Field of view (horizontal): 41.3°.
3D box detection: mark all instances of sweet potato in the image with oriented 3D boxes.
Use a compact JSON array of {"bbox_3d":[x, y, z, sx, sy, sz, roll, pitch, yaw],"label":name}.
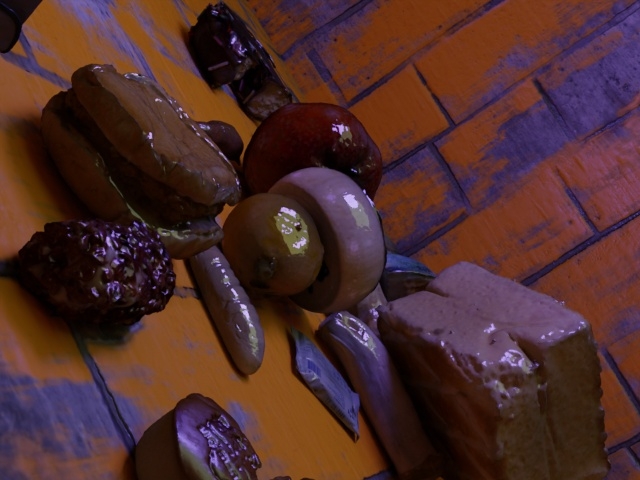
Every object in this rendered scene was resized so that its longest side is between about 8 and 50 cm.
[{"bbox_3d":[-0.204,-0.208,1.648,0.068,0.068,0.226,62,14,25],"label":"sweet potato"}]

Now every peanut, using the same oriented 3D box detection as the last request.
[{"bbox_3d":[0.079,0.142,1.742,0.253,0.122,0.137,65,13,17],"label":"peanut"}]

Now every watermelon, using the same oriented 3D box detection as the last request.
[{"bbox_3d":[0.190,0.133,1.911,0.188,0.175,0.322,-116,-158,-46],"label":"watermelon"}]

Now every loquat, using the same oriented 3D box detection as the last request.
[{"bbox_3d":[-0.078,0.014,1.338,0.172,0.149,0.204,56,19,-19],"label":"loquat"}]

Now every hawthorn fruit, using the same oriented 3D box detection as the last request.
[{"bbox_3d":[-0.037,-0.164,1.752,0.285,0.284,0.369,49,2,-35],"label":"hawthorn fruit"}]

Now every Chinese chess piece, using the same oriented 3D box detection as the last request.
[{"bbox_3d":[0.000,0.000,1.481,0.104,0.257,0.257,-19,71,-34],"label":"Chinese chess piece"}]

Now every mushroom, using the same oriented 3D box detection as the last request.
[{"bbox_3d":[0.111,0.282,1.550,0.122,0.095,0.351,-5,59,-59],"label":"mushroom"}]

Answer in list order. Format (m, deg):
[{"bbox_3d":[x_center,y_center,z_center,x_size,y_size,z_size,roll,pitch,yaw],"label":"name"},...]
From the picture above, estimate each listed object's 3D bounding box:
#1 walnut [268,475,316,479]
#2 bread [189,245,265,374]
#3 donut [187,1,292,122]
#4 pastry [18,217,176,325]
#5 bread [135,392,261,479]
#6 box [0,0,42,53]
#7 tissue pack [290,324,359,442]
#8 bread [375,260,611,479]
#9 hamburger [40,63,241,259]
[{"bbox_3d":[-0.007,0.332,0.949,0.143,0.069,0.170,52,9,-17],"label":"walnut"},{"bbox_3d":[-0.125,0.086,1.178,0.214,0.053,0.073,61,8,24],"label":"bread"},{"bbox_3d":[-0.215,-0.457,2.131,0.259,0.136,0.345,59,10,19],"label":"donut"},{"bbox_3d":[-0.212,0.030,0.856,0.208,0.097,0.115,21,47,-74],"label":"pastry"},{"bbox_3d":[-0.112,0.212,0.783,0.125,0.086,0.156,49,12,-29],"label":"bread"},{"bbox_3d":[-0.401,-0.349,0.880,0.188,0.153,0.252,49,7,30],"label":"box"},{"bbox_3d":[0.012,0.236,1.414,0.193,0.026,0.122,52,13,-25],"label":"tissue pack"},{"bbox_3d":[0.315,0.283,1.590,0.390,0.279,0.371,34,-39,58],"label":"bread"},{"bbox_3d":[-0.214,-0.093,1.056,0.259,0.144,0.283,47,14,10],"label":"hamburger"}]
